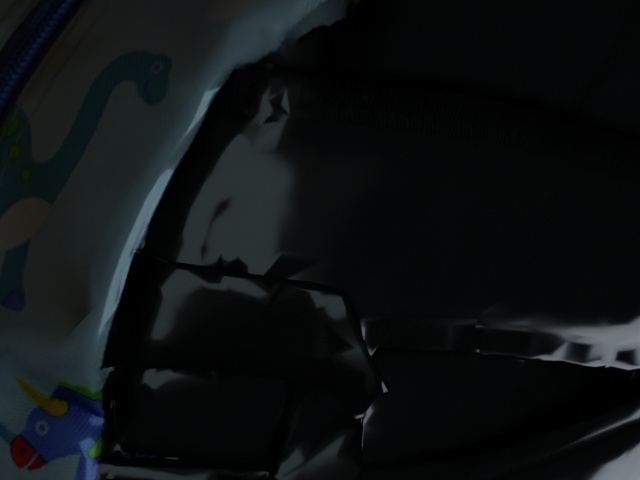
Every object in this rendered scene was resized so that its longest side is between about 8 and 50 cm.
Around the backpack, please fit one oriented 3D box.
[{"bbox_3d":[0.000,0.000,0.573,0.355,0.273,0.290,-28,141,-62],"label":"backpack"}]
